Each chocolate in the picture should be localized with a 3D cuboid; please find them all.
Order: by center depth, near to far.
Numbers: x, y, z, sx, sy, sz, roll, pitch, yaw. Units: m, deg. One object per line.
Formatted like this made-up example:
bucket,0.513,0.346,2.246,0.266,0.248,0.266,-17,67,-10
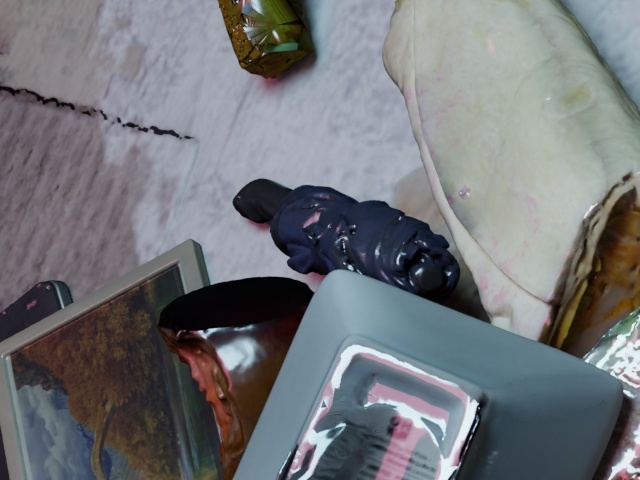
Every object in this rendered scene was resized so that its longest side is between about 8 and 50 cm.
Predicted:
chocolate,-0.040,0.099,1.242,0.127,0.124,0.133,1,117,20

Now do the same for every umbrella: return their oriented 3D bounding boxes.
umbrella,0.004,-0.007,1.257,0.071,0.071,0.248,-61,32,3

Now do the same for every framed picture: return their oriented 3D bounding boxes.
framed picture,-0.134,0.138,1.353,0.184,0.016,0.250,-27,54,17

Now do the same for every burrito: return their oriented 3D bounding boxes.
burrito,0.129,-0.047,1.162,0.143,0.105,0.299,-47,48,31

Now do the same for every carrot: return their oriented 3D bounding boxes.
carrot,-0.058,-0.225,1.376,0.069,0.069,0.229,-17,87,36

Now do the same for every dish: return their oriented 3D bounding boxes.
dish,0.028,0.143,1.033,0.181,0.080,0.243,21,80,19

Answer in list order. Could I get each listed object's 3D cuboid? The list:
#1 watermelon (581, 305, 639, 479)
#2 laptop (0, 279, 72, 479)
watermelon,0.192,0.119,1.063,0.139,0.071,0.187,33,87,38
laptop,-0.218,0.143,1.440,0.154,0.026,0.207,-39,51,22
